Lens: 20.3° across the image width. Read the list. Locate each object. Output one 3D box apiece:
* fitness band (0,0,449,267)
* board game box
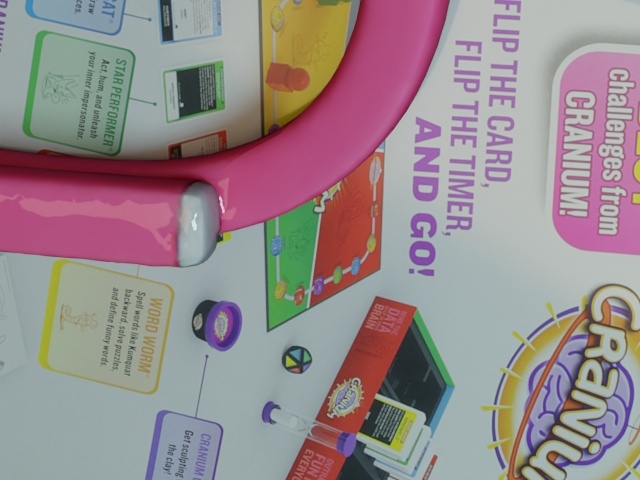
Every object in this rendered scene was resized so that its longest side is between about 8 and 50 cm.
[{"bbox_3d":[-0.102,-0.102,0.572,0.290,0.054,0.209,7,105,8],"label":"fitness band"},{"bbox_3d":[0.000,0.000,0.641,0.316,0.064,0.242,14,107,7],"label":"board game box"}]
